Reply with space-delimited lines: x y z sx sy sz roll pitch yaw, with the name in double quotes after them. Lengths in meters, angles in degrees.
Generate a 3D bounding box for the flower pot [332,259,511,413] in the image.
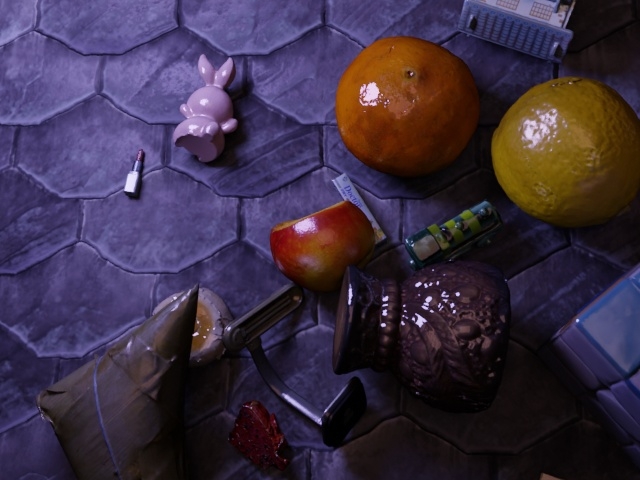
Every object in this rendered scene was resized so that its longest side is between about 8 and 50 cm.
0.163 0.154 1.311 0.267 0.266 0.266 9 75 -1 "flower pot"

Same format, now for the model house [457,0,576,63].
0.421 -0.490 1.521 0.224 0.198 0.215 22 94 9 "model house"

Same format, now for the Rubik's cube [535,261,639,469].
0.615 0.186 1.235 0.344 0.347 0.346 -39 75 -7 "Rubik's cube"

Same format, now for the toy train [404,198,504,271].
0.257 -0.007 1.432 0.200 0.132 0.083 -33 74 -3 "toy train"

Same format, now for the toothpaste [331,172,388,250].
0.080 -0.057 1.508 0.034 0.046 0.164 -31 74 0 "toothpaste"

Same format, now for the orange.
0.168 -0.262 1.467 0.284 0.226 0.283 0 72 -1 "orange"

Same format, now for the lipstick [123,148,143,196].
-0.388 -0.145 1.586 0.025 0.025 0.107 6 70 7 "lipstick"

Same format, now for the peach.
0.000 0.000 1.428 0.192 0.190 0.190 36 80 12 "peach"

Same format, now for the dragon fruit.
-0.099 0.363 1.410 0.131 0.063 0.097 35 112 13 "dragon fruit"

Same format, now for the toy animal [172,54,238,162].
-0.225 -0.275 1.574 0.124 0.124 0.212 11 66 8 "toy animal"

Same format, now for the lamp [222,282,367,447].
-0.021 0.224 1.419 0.283 0.124 0.203 38 60 17 "lamp"

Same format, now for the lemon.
0.455 -0.161 1.388 0.293 0.293 0.293 -1 74 5 "lemon"

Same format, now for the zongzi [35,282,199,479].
-0.275 0.323 1.324 0.393 0.174 0.356 -37 77 17 "zongzi"

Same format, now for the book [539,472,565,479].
0.446 0.529 1.324 0.168 0.013 0.192 18 77 10 "book"

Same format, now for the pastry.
-0.246 0.169 1.452 0.166 0.088 0.165 -1 76 2 "pastry"
